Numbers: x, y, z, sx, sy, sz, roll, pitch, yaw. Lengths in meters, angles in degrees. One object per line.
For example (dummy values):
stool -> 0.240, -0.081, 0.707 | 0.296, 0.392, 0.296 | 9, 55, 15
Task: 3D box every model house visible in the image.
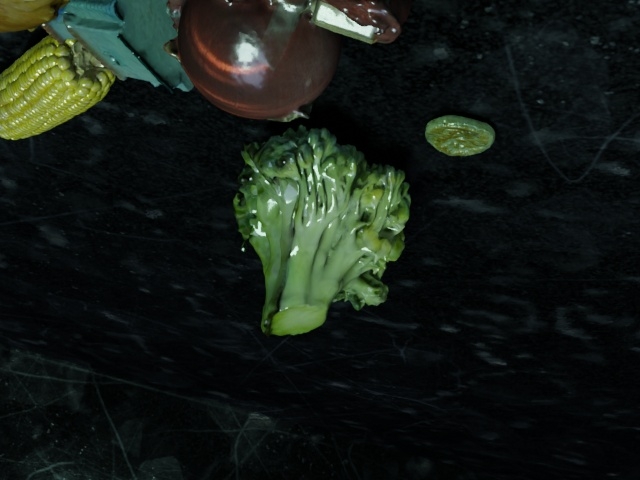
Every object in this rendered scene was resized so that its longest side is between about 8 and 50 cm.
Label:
model house -> -0.201, -0.226, 0.893 | 0.149, 0.119, 0.148 | 12, 160, 29

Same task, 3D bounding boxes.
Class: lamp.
lamp -> -0.039, -0.184, 0.792 | 0.215, 0.151, 0.223 | 15, 174, -1

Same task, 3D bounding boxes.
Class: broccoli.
broccoli -> 0.000, 0.000, 1.115 | 0.248, 0.245, 0.288 | -22, 145, 39

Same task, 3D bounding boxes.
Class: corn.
corn -> -0.327, -0.182, 1.062 | 0.093, 0.093, 0.244 | 29, 156, -33

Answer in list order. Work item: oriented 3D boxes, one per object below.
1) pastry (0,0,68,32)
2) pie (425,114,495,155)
pastry -> -0.311, -0.290, 0.693 | 0.285, 0.184, 0.316 | 16, 168, -30
pie -> 0.160, -0.122, 1.036 | 0.084, 0.021, 0.084 | 8, 159, 3
